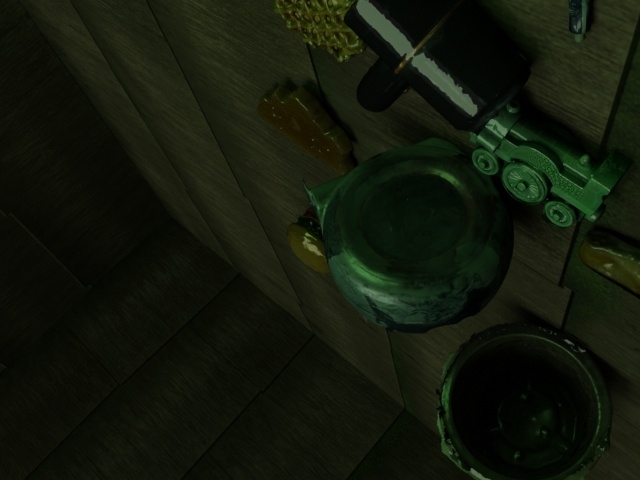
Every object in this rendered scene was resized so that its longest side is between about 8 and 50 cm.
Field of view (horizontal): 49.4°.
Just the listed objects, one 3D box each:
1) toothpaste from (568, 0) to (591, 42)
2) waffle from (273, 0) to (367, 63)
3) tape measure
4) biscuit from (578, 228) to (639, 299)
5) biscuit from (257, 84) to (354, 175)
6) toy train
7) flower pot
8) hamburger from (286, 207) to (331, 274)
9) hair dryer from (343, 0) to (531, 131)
[{"bbox_3d":[0.229,-0.212,0.614,0.027,0.019,0.083,54,171,44],"label":"toothpaste"},{"bbox_3d":[-0.005,-0.311,0.914,0.191,0.038,0.191,41,164,14],"label":"waffle"},{"bbox_3d":[0.131,-0.008,0.965,0.147,0.256,0.275,68,178,-60],"label":"tape measure"},{"bbox_3d":[0.388,0.024,0.795,0.174,0.039,0.183,40,164,22],"label":"biscuit"},{"bbox_3d":[-0.031,-0.211,1.249,0.239,0.041,0.212,31,166,41],"label":"biscuit"},{"bbox_3d":[0.250,-0.090,0.787,0.178,0.071,0.104,38,156,16],"label":"toy train"},{"bbox_3d":[0.358,0.304,1.238,0.290,0.290,0.259,37,176,24],"label":"flower pot"},{"bbox_3d":[0.000,0.000,1.581,0.162,0.115,0.162,38,163,14],"label":"hamburger"},{"bbox_3d":[0.109,-0.199,0.850,0.189,0.107,0.352,43,173,-3],"label":"hair dryer"}]
